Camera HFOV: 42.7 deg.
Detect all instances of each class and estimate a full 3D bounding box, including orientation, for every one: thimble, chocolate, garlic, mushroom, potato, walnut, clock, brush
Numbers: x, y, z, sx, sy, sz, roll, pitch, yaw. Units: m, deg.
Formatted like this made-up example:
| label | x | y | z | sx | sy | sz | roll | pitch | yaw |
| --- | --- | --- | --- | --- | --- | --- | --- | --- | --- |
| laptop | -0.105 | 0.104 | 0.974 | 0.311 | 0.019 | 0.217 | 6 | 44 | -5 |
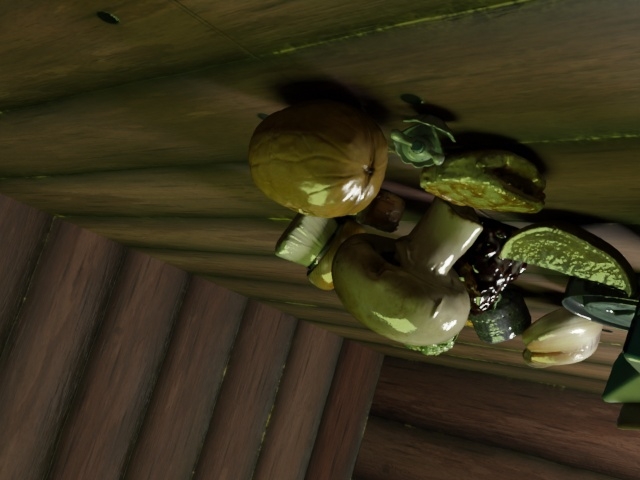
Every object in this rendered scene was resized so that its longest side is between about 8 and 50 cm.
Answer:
| label | x | y | z | sx | sy | sz | roll | pitch | yaw |
| --- | --- | --- | --- | --- | --- | --- | --- | --- | --- |
| thimble | 0.471 | 0.197 | 2.143 | 0.150 | 0.150 | 0.097 | -5 | 111 | 59 |
| chocolate | 0.321 | 0.064 | 1.718 | 0.206 | 0.177 | 0.224 | 12 | 165 | 19 |
| garlic | 0.626 | 0.248 | 2.076 | 0.228 | 0.110 | 0.217 | -24 | 143 | 3 |
| mushroom | 0.175 | 0.041 | 1.580 | 0.292 | 0.290 | 0.292 | 22 | -161 | -8 |
| potato | 0.469 | 0.005 | 1.502 | 0.261 | 0.120 | 0.100 | 17 | 126 | 29 |
| walnut | -0.005 | -0.129 | 1.286 | 0.222 | 0.195 | 0.195 | 5 | 163 | 38 |
| clock | 0.706 | 0.145 | 1.826 | 0.319 | 0.066 | 0.319 | 16 | 167 | 4 |
| brush | 0.000 | 0.000 | 1.925 | 0.166 | 0.174 | 0.266 | 35 | -172 | -4 |

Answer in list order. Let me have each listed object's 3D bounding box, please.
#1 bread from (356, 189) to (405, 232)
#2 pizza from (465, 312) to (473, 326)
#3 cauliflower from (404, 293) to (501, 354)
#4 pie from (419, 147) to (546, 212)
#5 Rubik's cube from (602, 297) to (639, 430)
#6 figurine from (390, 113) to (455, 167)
| label | x | y | z | sx | sy | sz | roll | pitch | yaw |
| --- | --- | --- | --- | --- | --- | --- | --- | --- | --- |
| bread | 0.124 | -0.059 | 1.677 | 0.083 | 0.070 | 0.077 | 19 | 168 | -23 |
| pizza | 0.402 | 0.194 | 2.288 | 0.297 | 0.071 | 0.189 | 20 | -172 | -18 |
| cauliflower | 0.279 | 0.131 | 2.033 | 0.260 | 0.281 | 0.327 | 55 | 171 | -36 |
| pie | 0.266 | -0.095 | 1.317 | 0.205 | 0.084 | 0.179 | 19 | 171 | -40 |
| Rubik's cube | 0.684 | 0.175 | 1.371 | 0.368 | 0.387 | 0.358 | 42 | 153 | -22 |
| figurine | 0.151 | -0.150 | 1.230 | 0.094 | 0.082 | 0.086 | 21 | -172 | -3 |
